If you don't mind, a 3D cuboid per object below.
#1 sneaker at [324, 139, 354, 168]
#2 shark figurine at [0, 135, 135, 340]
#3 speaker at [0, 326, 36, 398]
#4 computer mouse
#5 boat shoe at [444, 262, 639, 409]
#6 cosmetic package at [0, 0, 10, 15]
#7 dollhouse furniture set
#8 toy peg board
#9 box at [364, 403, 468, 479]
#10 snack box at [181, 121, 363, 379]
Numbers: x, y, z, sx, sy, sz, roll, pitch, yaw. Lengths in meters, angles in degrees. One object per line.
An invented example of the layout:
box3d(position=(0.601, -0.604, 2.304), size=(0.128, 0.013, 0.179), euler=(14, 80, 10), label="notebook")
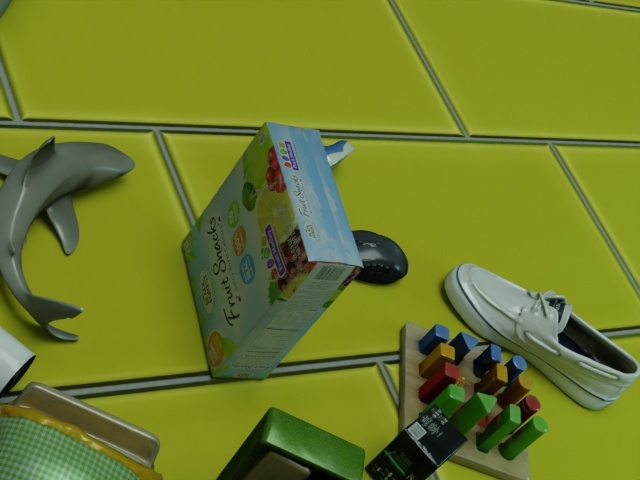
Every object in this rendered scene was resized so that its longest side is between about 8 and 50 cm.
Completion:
box3d(position=(-0.027, -0.109, 1.449), size=(0.084, 0.058, 0.152), euler=(52, 49, 3), label="sneaker")
box3d(position=(-0.274, -0.038, 1.172), size=(0.166, 0.116, 0.278), euler=(23, 41, -15), label="shark figurine")
box3d(position=(-0.322, 0.082, 1.069), size=(0.136, 0.055, 0.055), euler=(38, 41, 1), label="speaker")
box3d(position=(0.000, 0.000, 1.385), size=(0.242, 0.041, 0.071), euler=(13, 48, -26), label="computer mouse")
box3d(position=(0.272, 0.099, 1.455), size=(0.258, 0.084, 0.095), euler=(34, 41, -6), label="boat shoe")
box3d(position=(-0.433, -0.340, 1.310), size=(0.225, 0.138, 0.224), euler=(28, 42, -14), label="cosmetic package")
box3d(position=(-0.139, 0.227, 0.995), size=(0.302, 0.151, 0.197), euler=(27, 42, -13), label="dollhouse furniture set")
box3d(position=(0.177, 0.164, 1.333), size=(0.161, 0.079, 0.160), euler=(23, 43, -18), label="toy peg board")
box3d(position=(0.097, 0.218, 1.223), size=(0.052, 0.083, 0.062), euler=(48, 42, 12), label="box")
box3d(position=(-0.056, 0.014, 1.204), size=(0.070, 0.207, 0.174), euler=(6, 49, -31), label="snack box")
